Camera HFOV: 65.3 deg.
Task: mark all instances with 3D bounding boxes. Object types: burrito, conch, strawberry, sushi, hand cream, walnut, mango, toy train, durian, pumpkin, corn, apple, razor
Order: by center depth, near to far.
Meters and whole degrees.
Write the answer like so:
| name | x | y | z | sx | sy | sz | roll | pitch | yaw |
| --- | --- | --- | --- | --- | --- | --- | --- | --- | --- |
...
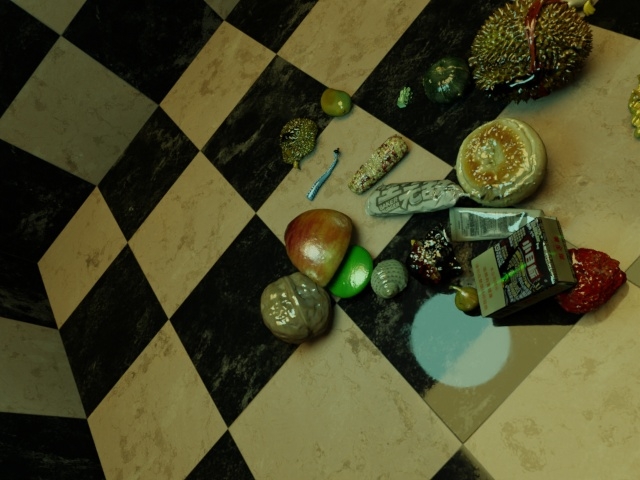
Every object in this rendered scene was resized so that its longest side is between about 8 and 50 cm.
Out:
| name | x | y | z | sx | sy | sz | roll | pitch | yaw |
| --- | --- | --- | --- | --- | --- | --- | --- | --- | --- |
| strawberry | 0.739 | 0.104 | 1.391 | 0.201 | 0.187 | 0.184 | -7 | 104 | 4 |
| hand cream | 0.586 | -0.056 | 1.623 | 0.340 | 0.077 | 0.124 | 0 | 104 | 37 |
| durian | 0.690 | -0.633 | 1.659 | 0.384 | 0.347 | 0.348 | -2 | 68 | 22 |
| sushi | 0.365 | 0.065 | 1.673 | 0.150 | 0.153 | 0.172 | -23 | 76 | 1 |
| conch | 0.243 | 0.128 | 1.768 | 0.135 | 0.102 | 0.153 | -13 | 63 | 11 |
| burrito | 0.347 | -0.156 | 1.784 | 0.445 | 0.101 | 0.139 | -2 | 46 | 47 |
| walnut | -0.089 | 0.247 | 1.860 | 0.273 | 0.227 | 0.273 | -12 | 65 | 27 |
| apple | 0.000 | 0.000 | 1.892 | 0.254 | 0.179 | 0.346 | -7 | 41 | 17 |
| pumpkin | 0.481 | -0.610 | 1.900 | 0.190 | 0.146 | 0.190 | -32 | 32 | 23 |
| corn | 0.222 | -0.296 | 1.974 | 0.290 | 0.098 | 0.098 | -42 | 52 | 13 |
| toy train | 0.349 | -0.592 | 2.058 | 0.053 | 0.033 | 0.083 | -4 | 67 | 38 |
| razor | 0.016 | -0.284 | 2.148 | 0.253 | 0.042 | 0.082 | -58 | 8 | 1 |
| mango | 0.067 | -0.616 | 2.242 | 0.191 | 0.085 | 0.122 | 33 | 101 | 50 |
| durian | -0.117 | -0.448 | 2.254 | 0.193 | 0.138 | 0.237 | -8 | 66 | 32 |

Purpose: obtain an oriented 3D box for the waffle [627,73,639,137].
| name | x | y | z | sx | sy | sz | roll | pitch | yaw |
| --- | --- | --- | --- | --- | --- | --- | --- | --- | --- |
| waffle | 1.074 | -0.417 | 1.451 | 0.311 | 0.060 | 0.307 | 11 | 79 | 38 |

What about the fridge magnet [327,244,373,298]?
| name | x | y | z | sx | sy | sz | roll | pitch | yaw |
| --- | --- | --- | --- | --- | --- | --- | --- | --- | --- |
| fridge magnet | 0.109 | 0.116 | 1.865 | 0.208 | 0.088 | 0.208 | -20 | 56 | 33 |

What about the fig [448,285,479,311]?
| name | x | y | z | sx | sy | sz | roll | pitch | yaw |
| --- | --- | --- | --- | --- | --- | --- | --- | --- | --- |
| fig | 0.463 | 0.178 | 1.587 | 0.082 | 0.098 | 0.084 | -53 | 28 | -19 |

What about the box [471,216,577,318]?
| name | x | y | z | sx | sy | sz | roll | pitch | yaw |
| --- | --- | --- | --- | --- | --- | --- | --- | --- | --- |
| box | 0.576 | 0.091 | 1.450 | 0.310 | 0.084 | 0.198 | 128 | 144 | -57 |

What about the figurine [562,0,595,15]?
| name | x | y | z | sx | sy | sz | roll | pitch | yaw |
| --- | --- | --- | --- | --- | --- | --- | --- | --- | --- |
| figurine | 0.870 | -0.833 | 1.770 | 0.178 | 0.109 | 0.130 | -16 | 83 | 33 |

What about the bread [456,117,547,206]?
| name | x | y | z | sx | sy | sz | roll | pitch | yaw |
| --- | --- | --- | --- | --- | --- | --- | --- | --- | --- |
| bread | 0.595 | -0.247 | 1.641 | 0.305 | 0.158 | 0.306 | -15 | 66 | 36 |
